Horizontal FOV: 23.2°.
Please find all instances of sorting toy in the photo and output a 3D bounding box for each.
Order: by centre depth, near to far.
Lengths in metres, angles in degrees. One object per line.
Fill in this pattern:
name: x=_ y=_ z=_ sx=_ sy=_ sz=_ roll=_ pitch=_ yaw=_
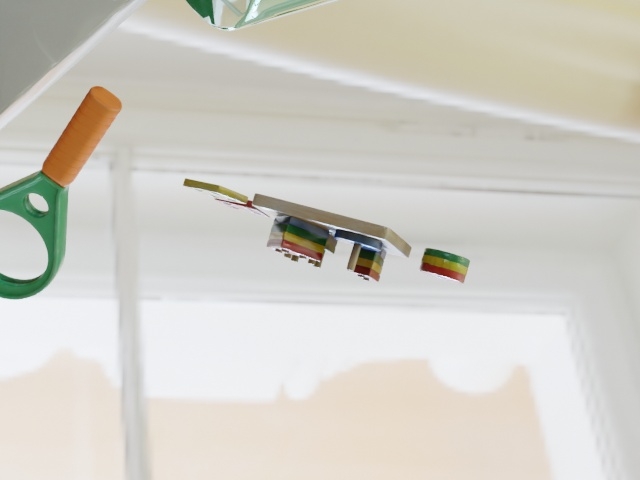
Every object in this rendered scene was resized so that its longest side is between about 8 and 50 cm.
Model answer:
sorting toy: x=0.000 y=0.000 z=1.487 sx=0.132 sy=0.274 sz=0.046 roll=35 pitch=71 yaw=-75

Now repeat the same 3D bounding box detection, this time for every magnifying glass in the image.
magnifying glass: x=-0.227 y=-0.037 z=1.272 sx=0.231 sy=0.092 sz=0.026 roll=-51 pitch=-175 yaw=32

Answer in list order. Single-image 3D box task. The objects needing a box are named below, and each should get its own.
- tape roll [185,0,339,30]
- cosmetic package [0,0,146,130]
tape roll: x=-0.054 y=-0.264 z=0.739 sx=0.321 sy=0.077 sz=0.321 roll=162 pitch=-90 yaw=-76
cosmetic package: x=-0.251 y=-0.197 z=1.319 sx=0.127 sy=0.238 sz=0.107 roll=47 pitch=-24 yaw=-4
